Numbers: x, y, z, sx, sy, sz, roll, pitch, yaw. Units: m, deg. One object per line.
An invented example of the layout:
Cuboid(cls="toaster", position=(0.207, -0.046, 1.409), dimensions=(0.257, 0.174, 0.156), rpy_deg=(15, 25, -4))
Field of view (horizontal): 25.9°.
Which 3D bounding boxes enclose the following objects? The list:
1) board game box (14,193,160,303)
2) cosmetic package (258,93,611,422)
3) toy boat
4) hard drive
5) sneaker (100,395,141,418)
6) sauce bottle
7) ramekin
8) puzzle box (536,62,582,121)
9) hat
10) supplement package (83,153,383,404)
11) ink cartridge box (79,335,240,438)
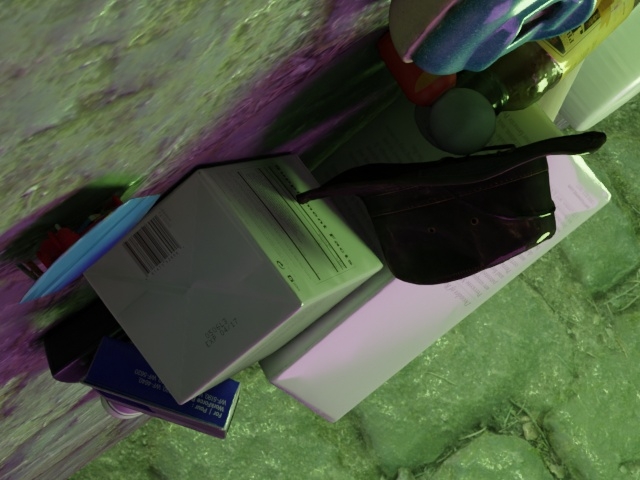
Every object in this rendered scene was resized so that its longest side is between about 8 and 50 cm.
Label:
Cuboid(cls="board game box", position=(-0.210, -0.006, 1.222), dimensions=(0.133, 0.033, 0.169), rpy_deg=(-43, 178, 8))
Cuboid(cls="cosmetic package", position=(0.104, -0.012, 1.740), dimensions=(0.453, 0.230, 0.161), rpy_deg=(-39, 137, 10))
Cuboid(cls="toy boat", position=(0.163, -0.200, 1.289), dimensions=(0.267, 0.148, 0.318), rpy_deg=(-33, 173, -31))
Cuboid(cls="hard drive", position=(-0.255, 0.110, 1.727), dimensions=(0.172, 0.054, 0.254), rpy_deg=(-36, 174, -3))
Cuboid(cls="sneaker", position=(-0.239, 0.214, 2.429), dimensions=(0.282, 0.102, 0.161), rpy_deg=(-29, 168, -51))
Cuboid(cls="sauce bottle", position=(0.235, -0.218, 1.554), dimensions=(0.344, 0.111, 0.111), rpy_deg=(-44, 179, -31))
Cuboid(cls="ramekin", position=(0.522, -0.319, 2.500), dimensions=(0.277, 0.135, 0.277), rpy_deg=(-36, 175, -4))
Cuboid(cls="puzzle box", position=(0.292, -0.145, 2.115), dimensions=(0.409, 0.052, 0.272), rpy_deg=(-62, -179, -14))
Cuboid(cls="hat", position=(0.146, -0.026, 1.474), dimensions=(0.331, 0.134, 0.331), rpy_deg=(-11, -173, 1))
Cuboid(cls="supplement package", position=(-0.085, 0.031, 1.506), dimensions=(0.177, 0.175, 0.293), rpy_deg=(-40, 174, 18))
Cuboid(cls="ink cartridge box", position=(-0.177, 0.173, 1.605), dimensions=(0.332, 0.165, 0.065), rpy_deg=(117, -8, -80))
